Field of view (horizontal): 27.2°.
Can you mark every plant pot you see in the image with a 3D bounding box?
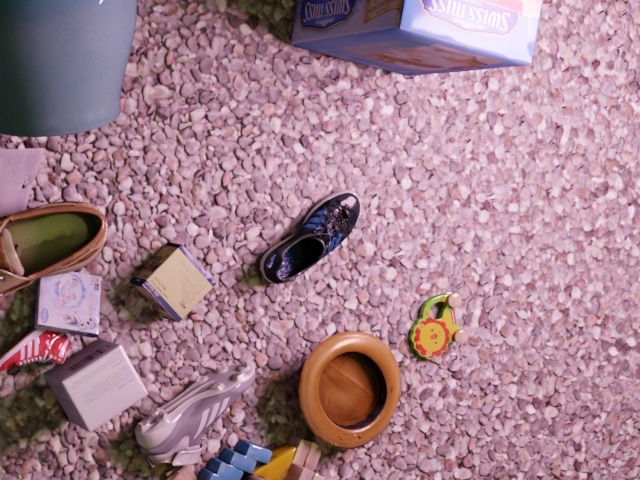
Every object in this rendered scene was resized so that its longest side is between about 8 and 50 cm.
[{"bbox_3d":[-0.366,-0.279,1.735,0.271,0.271,0.255,-12,114,-26],"label":"plant pot"}]

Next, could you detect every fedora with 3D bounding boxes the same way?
[{"bbox_3d":[0.033,0.228,2.061,0.194,0.079,0.194,-5,100,-31],"label":"fedora"}]

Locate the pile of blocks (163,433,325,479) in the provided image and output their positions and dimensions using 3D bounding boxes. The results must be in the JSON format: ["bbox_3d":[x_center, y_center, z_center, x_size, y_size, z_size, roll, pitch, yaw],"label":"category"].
[{"bbox_3d":[-0.141,0.390,1.964,0.362,0.112,0.149,-33,107,-22],"label":"pile of blocks"}]

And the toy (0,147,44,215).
[{"bbox_3d":[-0.502,-0.088,1.760,0.237,0.137,0.056,-6,54,-33],"label":"toy"}]

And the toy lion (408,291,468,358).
[{"bbox_3d":[0.189,0.141,2.164,0.096,0.034,0.100,-13,99,-18],"label":"toy lion"}]

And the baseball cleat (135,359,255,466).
[{"bbox_3d":[-0.179,0.263,1.971,0.206,0.072,0.109,-28,119,-18],"label":"baseball cleat"}]

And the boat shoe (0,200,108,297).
[{"bbox_3d":[-0.436,0.018,1.771,0.324,0.120,0.122,-24,91,-22],"label":"boat shoe"}]

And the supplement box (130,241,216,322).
[{"bbox_3d":[-0.216,0.061,1.935,0.083,0.056,0.083,-47,112,-17],"label":"supplement box"}]

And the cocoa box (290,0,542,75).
[{"bbox_3d":[0.141,-0.376,1.924,0.231,0.347,0.228,11,89,-27],"label":"cocoa box"}]

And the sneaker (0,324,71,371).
[{"bbox_3d":[-0.403,0.163,1.854,0.118,0.042,0.067,-40,106,-21],"label":"sneaker"}]

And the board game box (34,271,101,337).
[{"bbox_3d":[-0.357,0.087,1.865,0.090,0.020,0.090,13,61,-28],"label":"board game box"}]

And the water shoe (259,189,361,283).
[{"bbox_3d":[0.000,0.000,2.027,0.203,0.080,0.073,-43,111,-18],"label":"water shoe"}]

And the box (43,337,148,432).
[{"bbox_3d":[-0.318,0.203,1.867,0.101,0.102,0.087,-33,105,-22],"label":"box"}]
